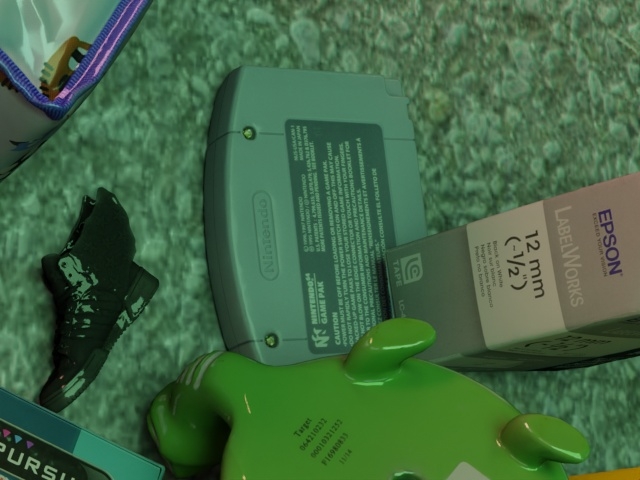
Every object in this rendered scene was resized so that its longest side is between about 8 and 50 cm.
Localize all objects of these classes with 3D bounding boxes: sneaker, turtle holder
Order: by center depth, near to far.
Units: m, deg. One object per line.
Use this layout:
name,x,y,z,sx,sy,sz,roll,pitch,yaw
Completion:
turtle holder,0.018,0.211,1.009,0.320,0.227,0.243,10,52,-1
sneaker,-0.187,0.045,1.080,0.089,0.051,0.170,43,55,-13

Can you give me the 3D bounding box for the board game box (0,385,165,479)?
board game box,-0.266,0.248,0.912,0.254,0.079,0.336,31,48,-20

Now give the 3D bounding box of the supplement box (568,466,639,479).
supplement box,0.244,0.298,1.076,0.195,0.356,0.194,24,66,-23

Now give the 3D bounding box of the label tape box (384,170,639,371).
label tape box,0.264,0.026,1.135,0.249,0.348,0.115,6,74,-46

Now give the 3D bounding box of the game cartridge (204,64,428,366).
game cartridge,0.000,0.000,1.197,0.198,0.062,0.297,0,77,-26

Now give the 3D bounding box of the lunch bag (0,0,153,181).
lunch bag,-0.213,-0.239,0.979,0.239,0.328,0.385,39,62,-17
